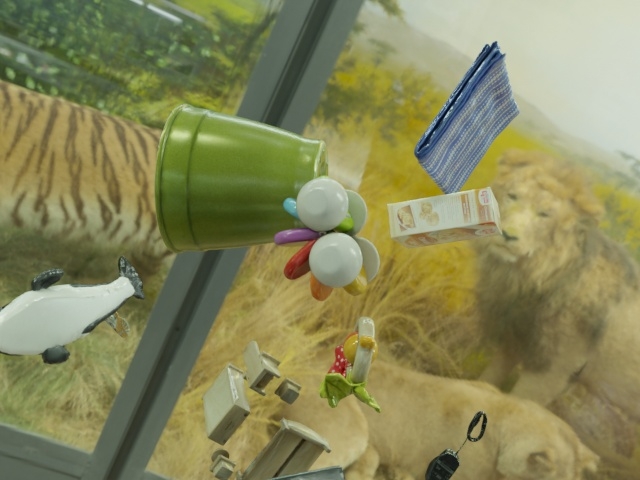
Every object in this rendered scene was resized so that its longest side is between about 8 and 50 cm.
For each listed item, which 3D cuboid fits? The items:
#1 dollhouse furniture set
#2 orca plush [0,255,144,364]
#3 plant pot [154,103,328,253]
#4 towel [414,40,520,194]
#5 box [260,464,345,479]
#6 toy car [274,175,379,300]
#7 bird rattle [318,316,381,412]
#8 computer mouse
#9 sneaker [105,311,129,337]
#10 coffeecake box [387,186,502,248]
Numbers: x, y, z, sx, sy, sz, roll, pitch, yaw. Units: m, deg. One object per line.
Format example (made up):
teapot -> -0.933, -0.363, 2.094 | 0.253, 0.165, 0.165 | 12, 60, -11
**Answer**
dollhouse furniture set -> -0.094, 0.446, 1.607 | 0.355, 0.303, 0.174 | 34, 9, -23
orca plush -> -0.435, 0.101, 1.100 | 0.102, 0.151, 0.287 | 6, 32, 33
plant pot -> -0.167, -0.135, 1.622 | 0.352, 0.367, 0.366 | 5, 18, 7
towel -> 0.293, -0.212, 1.282 | 0.040, 0.243, 0.336 | 37, 5, 23
box -> -0.156, 0.582, 1.211 | 0.293, 0.395, 0.212 | 4, 59, -39
toy car -> 0.000, 0.000, 0.976 | 0.159, 0.136, 0.182 | 12, 63, -70
bird rattle -> 0.092, 0.275, 1.527 | 0.143, 0.207, 0.253 | 16, 18, 5
computer mouse -> 0.358, 0.549, 1.765 | 0.071, 0.242, 0.041 | 44, -8, -14
sneaker -> -0.466, 0.185, 1.511 | 0.032, 0.037, 0.083 | -45, 112, -43
coffeecake box -> 0.234, -0.038, 1.239 | 0.185, 0.068, 0.142 | -9, -12, 19
